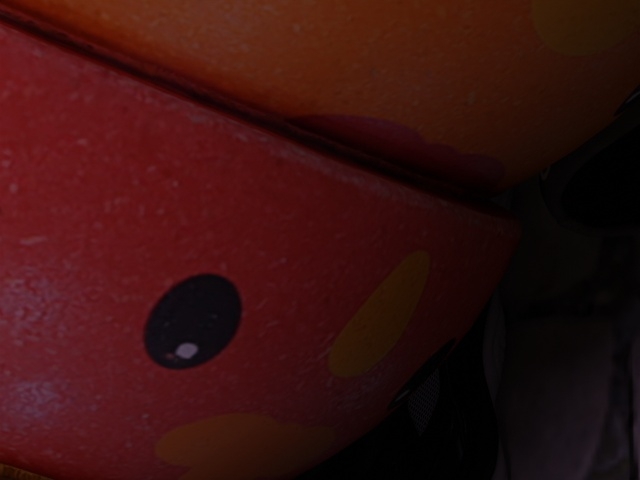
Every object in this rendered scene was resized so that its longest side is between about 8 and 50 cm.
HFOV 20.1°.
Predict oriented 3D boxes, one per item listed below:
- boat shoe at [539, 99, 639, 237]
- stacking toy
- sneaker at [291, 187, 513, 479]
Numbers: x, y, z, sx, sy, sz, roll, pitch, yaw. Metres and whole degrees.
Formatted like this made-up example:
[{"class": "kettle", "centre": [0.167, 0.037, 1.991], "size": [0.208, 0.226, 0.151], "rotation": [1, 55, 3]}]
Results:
[{"class": "boat shoe", "centre": [0.177, -0.059, 0.543], "size": [0.305, 0.109, 0.091], "rotation": [-10, 64, 56]}, {"class": "stacking toy", "centre": [-0.092, 0.018, 0.501], "size": [0.350, 0.350, 0.480], "rotation": [29, 100, 45]}, {"class": "sneaker", "centre": [0.000, 0.000, 0.677], "size": [0.101, 0.153, 0.268], "rotation": [-12, 71, 29]}]
